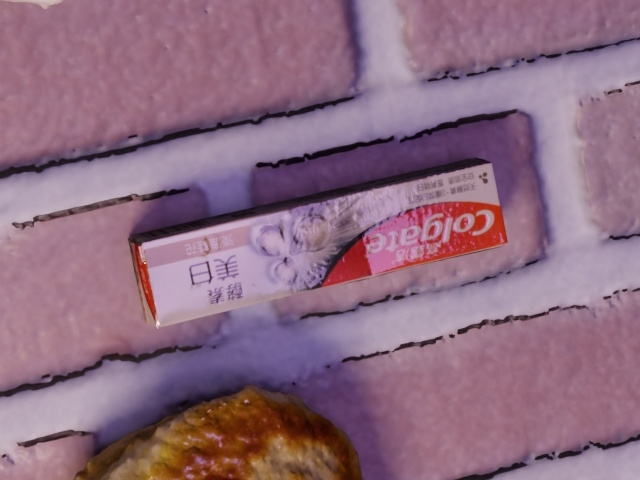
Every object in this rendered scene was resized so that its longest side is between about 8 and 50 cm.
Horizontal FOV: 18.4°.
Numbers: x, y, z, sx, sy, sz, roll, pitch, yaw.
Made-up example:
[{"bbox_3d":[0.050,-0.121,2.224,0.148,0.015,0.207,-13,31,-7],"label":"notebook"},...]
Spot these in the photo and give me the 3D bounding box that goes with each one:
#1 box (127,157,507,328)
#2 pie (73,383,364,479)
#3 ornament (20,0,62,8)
[{"bbox_3d":[0.000,0.000,1.141,0.218,0.039,0.055,-12,100,-15],"label":"box"},{"bbox_3d":[-0.053,0.181,1.113,0.205,0.084,0.179,-30,96,-27],"label":"pie"},{"bbox_3d":[-0.257,-0.240,0.903,0.239,0.240,0.240,5,96,-31],"label":"ornament"}]
